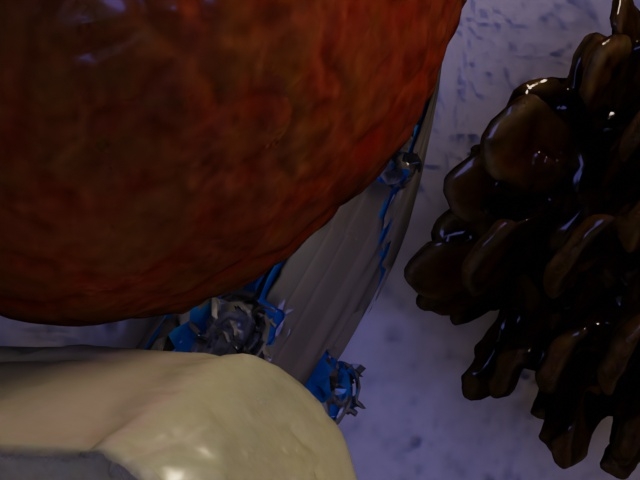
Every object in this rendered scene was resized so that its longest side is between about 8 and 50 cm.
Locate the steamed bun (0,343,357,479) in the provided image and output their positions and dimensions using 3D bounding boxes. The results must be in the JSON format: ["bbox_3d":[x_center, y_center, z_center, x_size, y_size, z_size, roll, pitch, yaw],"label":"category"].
[{"bbox_3d":[-0.097,0.125,0.565,0.200,0.225,0.170,-16,100,-57],"label":"steamed bun"}]

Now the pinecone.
[{"bbox_3d":[0.151,0.014,0.668,0.212,0.168,0.186,34,95,4],"label":"pinecone"}]

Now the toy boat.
[{"bbox_3d":[0.000,0.000,0.690,0.084,0.066,0.210,40,72,-38],"label":"toy boat"}]

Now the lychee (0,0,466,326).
[{"bbox_3d":[-0.088,-0.097,0.583,0.300,0.255,0.255,-21,92,-38],"label":"lychee"}]
